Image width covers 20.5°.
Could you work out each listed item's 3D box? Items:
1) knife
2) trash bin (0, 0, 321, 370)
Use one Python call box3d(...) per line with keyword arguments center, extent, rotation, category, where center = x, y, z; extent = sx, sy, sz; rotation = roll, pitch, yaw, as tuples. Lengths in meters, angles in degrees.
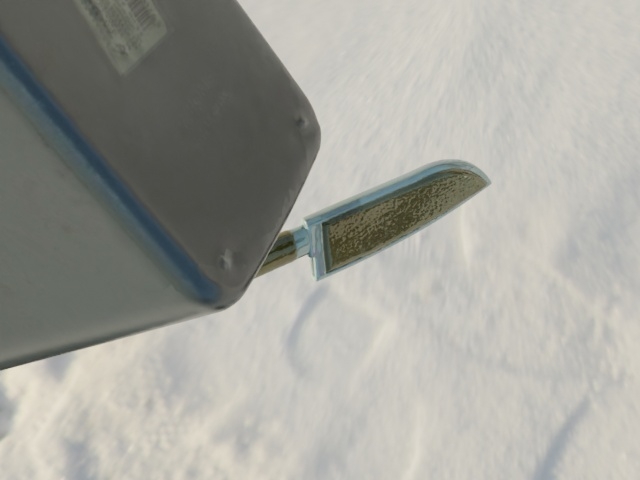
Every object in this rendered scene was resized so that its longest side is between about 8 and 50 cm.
box3d(center=(0.000, 0.001, 1.416), extent=(0.343, 0.027, 0.061), rotation=(-24, 127, -25), category="knife")
box3d(center=(-0.138, -0.037, 0.526), extent=(0.236, 0.101, 0.177), rotation=(-13, 125, 38), category="trash bin")
